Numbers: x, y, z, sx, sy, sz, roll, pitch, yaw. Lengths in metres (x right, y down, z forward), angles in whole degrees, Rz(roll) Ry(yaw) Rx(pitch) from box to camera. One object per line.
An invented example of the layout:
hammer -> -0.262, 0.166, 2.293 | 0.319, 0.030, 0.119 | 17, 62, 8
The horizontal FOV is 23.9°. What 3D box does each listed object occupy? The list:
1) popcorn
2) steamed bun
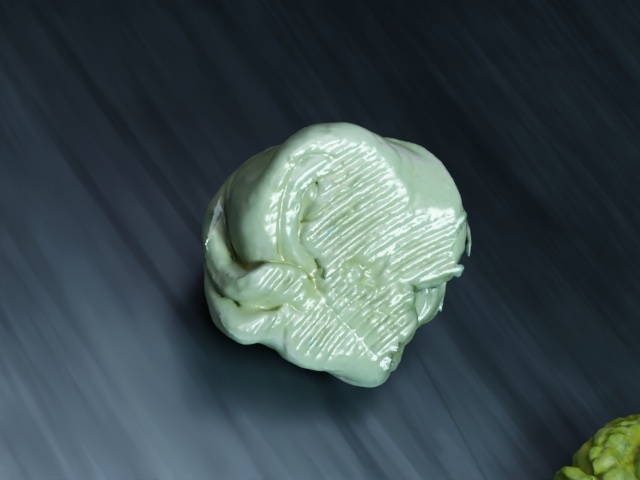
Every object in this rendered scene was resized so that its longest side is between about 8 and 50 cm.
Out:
popcorn -> 0.350, 0.289, 1.611 | 0.168, 0.174, 0.195 | -12, 49, -49
steamed bun -> 0.000, 0.000, 1.653 | 0.280, 0.207, 0.268 | 20, 91, -26
